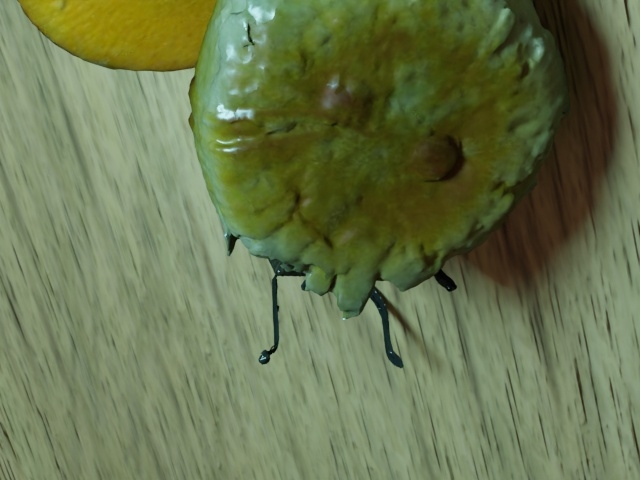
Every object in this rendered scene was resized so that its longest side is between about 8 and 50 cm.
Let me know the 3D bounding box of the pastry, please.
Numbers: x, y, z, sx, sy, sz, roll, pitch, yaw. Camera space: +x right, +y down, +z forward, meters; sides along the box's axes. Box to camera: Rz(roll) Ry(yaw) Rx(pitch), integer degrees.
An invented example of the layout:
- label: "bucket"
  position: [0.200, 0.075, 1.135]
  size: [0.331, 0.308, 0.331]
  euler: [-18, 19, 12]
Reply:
- label: "pastry"
  position: [0.045, -0.111, 1.585]
  size: [0.330, 0.136, 0.329]
  euler: [-6, 120, -10]

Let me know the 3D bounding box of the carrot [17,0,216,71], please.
- label: "carrot"
  position: [-0.107, -0.269, 1.597]
  size: [0.307, 0.100, 0.258]
  euler: [-35, 122, 17]

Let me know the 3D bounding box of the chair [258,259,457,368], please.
- label: "chair"
  position: [0.000, 0.000, 1.785]
  size: [0.174, 0.149, 0.213]
  euler: [-61, 41, 44]
